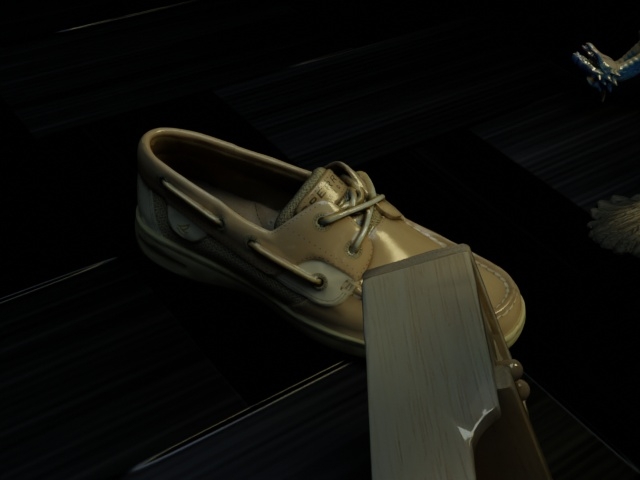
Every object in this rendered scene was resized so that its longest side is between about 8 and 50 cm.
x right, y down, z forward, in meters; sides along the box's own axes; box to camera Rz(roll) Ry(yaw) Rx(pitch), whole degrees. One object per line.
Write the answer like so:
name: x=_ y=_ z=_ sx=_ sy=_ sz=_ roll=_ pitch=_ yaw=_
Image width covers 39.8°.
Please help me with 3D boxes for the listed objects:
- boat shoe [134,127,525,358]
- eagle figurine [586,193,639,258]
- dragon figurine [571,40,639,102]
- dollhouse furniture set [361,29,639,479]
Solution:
boat shoe: x=0.000 y=0.000 z=0.707 sx=0.341 sy=0.110 sz=0.121 roll=17 pitch=41 yaw=13
eagle figurine: x=0.388 y=-0.025 z=0.728 sx=0.226 sy=0.225 sz=0.298 roll=-28 pitch=59 yaw=-25
dragon figurine: x=0.426 y=-0.186 z=0.996 sx=0.289 sy=0.144 sz=0.085 roll=20 pitch=37 yaw=-13
dollhouse furniture set: x=0.234 y=0.099 z=0.449 sx=0.394 sy=0.362 sz=0.256 roll=-16 pitch=39 yaw=14
